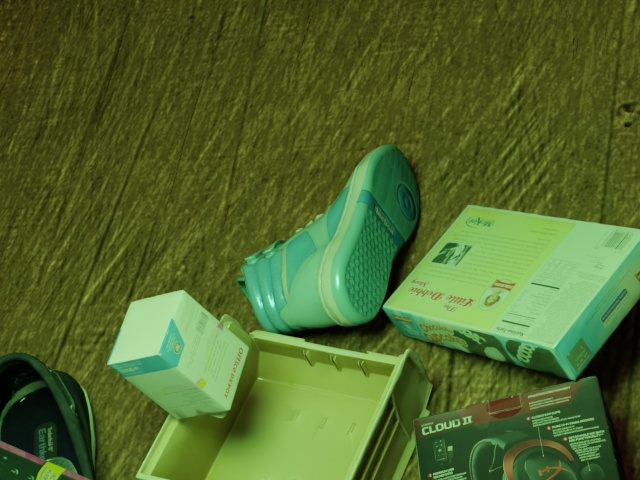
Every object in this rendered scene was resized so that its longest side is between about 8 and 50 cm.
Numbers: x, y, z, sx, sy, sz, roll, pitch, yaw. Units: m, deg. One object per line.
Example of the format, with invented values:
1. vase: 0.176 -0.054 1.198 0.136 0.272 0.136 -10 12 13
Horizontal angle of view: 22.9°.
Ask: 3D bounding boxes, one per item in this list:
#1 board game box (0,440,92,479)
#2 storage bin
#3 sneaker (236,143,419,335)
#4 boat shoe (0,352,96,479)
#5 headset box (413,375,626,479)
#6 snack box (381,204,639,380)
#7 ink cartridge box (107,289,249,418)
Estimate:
1. board game box: -0.305 0.350 1.705 0.303 0.097 0.224 25 34 -5
2. storage bin: -0.033 0.228 1.886 0.262 0.123 0.260 8 56 30
3. sneaker: 0.000 0.000 2.072 0.208 0.127 0.319 -16 29 32
4. boat shoe: -0.339 0.342 1.905 0.187 0.156 0.500 -19 48 5
5. headset box: 0.227 0.291 1.725 0.218 0.110 0.293 -15 48 11
6. snack box: 0.235 0.054 1.889 0.187 0.060 0.322 -48 29 -19
7. ink cartridge box: -0.159 0.140 1.846 0.090 0.143 0.092 -13 45 37
